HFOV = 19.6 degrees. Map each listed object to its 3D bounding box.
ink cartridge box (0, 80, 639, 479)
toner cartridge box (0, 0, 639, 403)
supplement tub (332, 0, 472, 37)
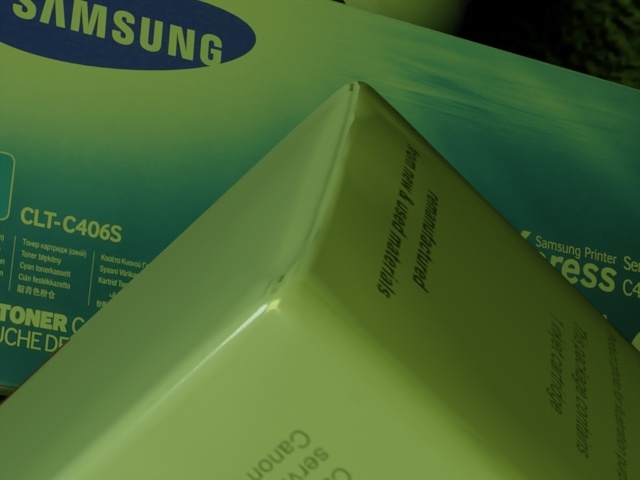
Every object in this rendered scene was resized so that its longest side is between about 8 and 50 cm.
[{"bbox_3d":[0.042,0.193,0.543,0.385,0.160,0.279,44,110,-11],"label":"ink cartridge box"},{"bbox_3d":[0.000,0.000,0.696,0.075,0.348,0.165,-21,62,57],"label":"toner cartridge box"},{"bbox_3d":[-0.056,-0.131,0.813,0.272,0.191,0.191,-26,69,10],"label":"supplement tub"}]
